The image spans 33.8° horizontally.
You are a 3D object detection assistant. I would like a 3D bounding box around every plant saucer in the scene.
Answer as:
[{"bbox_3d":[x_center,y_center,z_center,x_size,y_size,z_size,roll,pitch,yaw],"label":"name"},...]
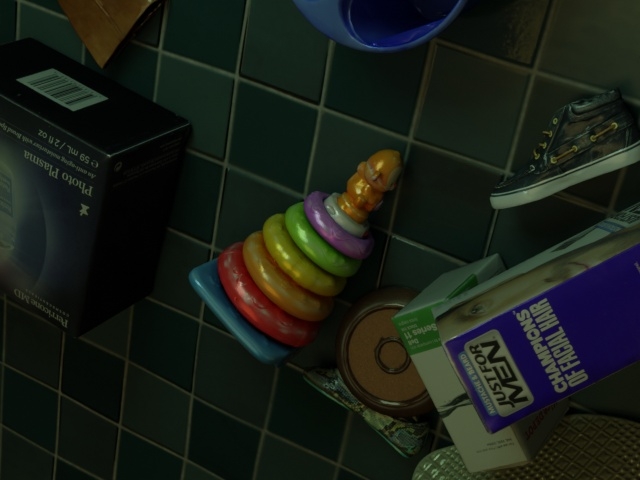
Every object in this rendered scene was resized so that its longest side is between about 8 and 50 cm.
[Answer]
[{"bbox_3d":[0.095,0.143,1.328,0.168,0.029,0.169,1,93,19],"label":"plant saucer"}]

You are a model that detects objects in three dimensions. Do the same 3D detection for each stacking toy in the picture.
[{"bbox_3d":[0.000,0.000,1.304,0.166,0.175,0.302,46,111,6],"label":"stacking toy"}]

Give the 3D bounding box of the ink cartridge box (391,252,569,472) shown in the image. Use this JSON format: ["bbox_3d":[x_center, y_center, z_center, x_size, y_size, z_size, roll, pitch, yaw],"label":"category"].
[{"bbox_3d":[0.191,0.143,1.227,0.086,0.153,0.208,-23,95,37],"label":"ink cartridge box"}]

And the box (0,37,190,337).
[{"bbox_3d":[-0.371,-0.075,1.454,0.296,0.182,0.294,28,122,18],"label":"box"}]

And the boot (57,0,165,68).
[{"bbox_3d":[-0.364,-0.354,1.417,0.264,0.096,0.280,-35,97,28],"label":"boot"}]

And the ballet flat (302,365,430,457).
[{"bbox_3d":[0.065,0.207,1.391,0.188,0.070,0.070,35,123,12],"label":"ballet flat"}]

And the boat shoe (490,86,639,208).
[{"bbox_3d":[0.258,-0.099,1.150,0.183,0.065,0.083,-22,94,29],"label":"boat shoe"}]

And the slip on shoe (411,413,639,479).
[{"bbox_3d":[0.275,0.290,1.277,0.331,0.123,0.101,-17,132,29],"label":"slip on shoe"}]

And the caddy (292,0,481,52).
[{"bbox_3d":[0.093,-0.357,1.070,0.241,0.179,0.341,39,124,13],"label":"caddy"}]

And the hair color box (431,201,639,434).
[{"bbox_3d":[0.283,0.049,1.033,0.338,0.185,0.110,-29,94,5],"label":"hair color box"}]
